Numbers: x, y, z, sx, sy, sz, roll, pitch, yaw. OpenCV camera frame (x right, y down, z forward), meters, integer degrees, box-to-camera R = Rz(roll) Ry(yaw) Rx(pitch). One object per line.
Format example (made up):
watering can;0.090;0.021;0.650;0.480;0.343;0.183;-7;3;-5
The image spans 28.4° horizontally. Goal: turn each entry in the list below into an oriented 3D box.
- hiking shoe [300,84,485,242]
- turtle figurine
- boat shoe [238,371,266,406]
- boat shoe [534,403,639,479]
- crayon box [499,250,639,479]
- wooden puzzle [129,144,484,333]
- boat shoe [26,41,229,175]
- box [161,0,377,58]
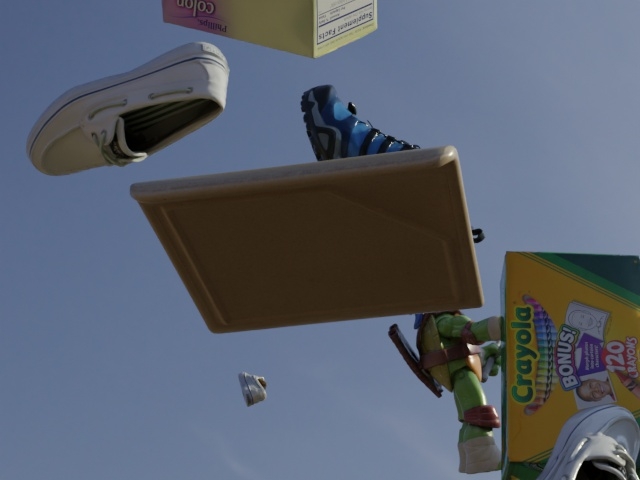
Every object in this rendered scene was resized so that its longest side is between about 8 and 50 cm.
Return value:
hiking shoe;0.077;-0.080;1.528;0.132;0.304;0.113;-26;-31;-2
turtle figurine;0.242;0.169;1.681;0.275;0.266;0.198;-1;-11;-34
boat shoe;-0.091;0.201;1.730;0.035;0.035;0.100;-14;8;-7
boat shoe;0.258;0.233;1.189;0.084;0.095;0.258;-22;13;42
crayon box;0.297;0.151;1.492;0.165;0.278;0.081;2;-31;3
wooden puzzle;0.000;0.000;0.922;0.221;0.044;0.238;-6;-29;9
boat shoe;-0.187;-0.110;1.189;0.226;0.076;0.083;-28;-45;22
box;-0.058;-0.337;1.310;0.213;0.117;0.243;18;-57;33
